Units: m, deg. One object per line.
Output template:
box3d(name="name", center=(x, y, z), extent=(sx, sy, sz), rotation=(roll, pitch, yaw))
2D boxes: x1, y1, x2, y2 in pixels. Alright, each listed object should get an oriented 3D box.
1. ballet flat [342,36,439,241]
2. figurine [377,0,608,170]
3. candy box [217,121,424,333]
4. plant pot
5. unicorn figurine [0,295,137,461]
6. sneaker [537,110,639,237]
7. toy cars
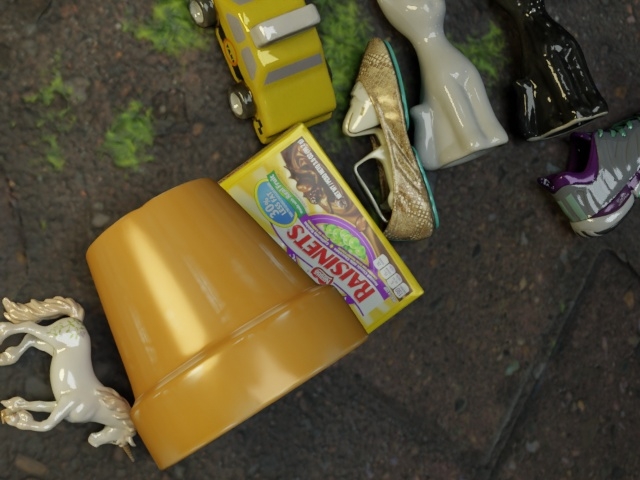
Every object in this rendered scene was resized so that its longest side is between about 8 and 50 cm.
box3d(name="ballet flat", center=(0.060, -0.095, 0.973), extent=(0.067, 0.073, 0.206), rotation=(-16, 90, -10))
box3d(name="figurine", center=(0.169, -0.197, 1.025), extent=(0.215, 0.092, 0.209), rotation=(-17, 86, -23))
box3d(name="candy box", center=(0.000, 0.000, 0.943), extent=(0.105, 0.027, 0.206), rotation=(-37, 104, 1))
box3d(name="plant pot", center=(-0.094, 0.058, 0.834), extent=(0.205, 0.205, 0.188), rotation=(-30, 84, -23))
box3d(name="unicorn figurine", center=(-0.215, 0.123, 0.838), extent=(0.111, 0.060, 0.161), rotation=(-7, 90, -24))
box3d(name="sneaker", center=(0.336, -0.109, 1.091), extent=(0.098, 0.083, 0.223), rotation=(46, 71, -11))
box3d(name="toy cars", center=(-0.016, -0.290, 0.937), extent=(0.177, 0.087, 0.393), rotation=(19, 79, -23))
